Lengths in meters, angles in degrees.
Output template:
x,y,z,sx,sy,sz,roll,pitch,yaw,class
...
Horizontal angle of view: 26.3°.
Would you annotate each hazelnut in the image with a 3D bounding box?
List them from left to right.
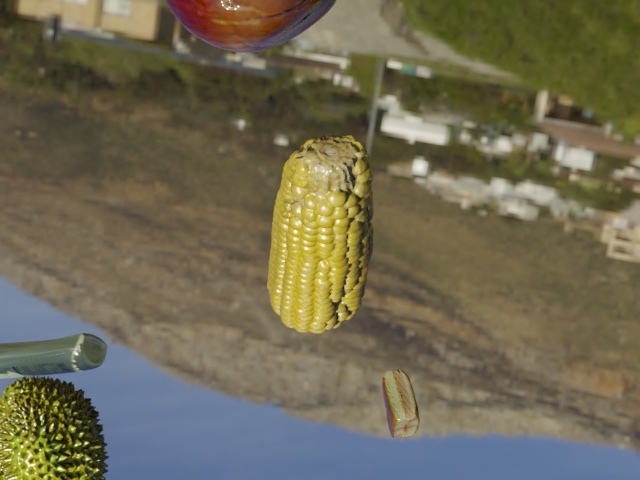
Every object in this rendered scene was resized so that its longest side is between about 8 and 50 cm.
x,y,z,sx,sy,sz,roll,pitch,yaw,class
-0.067,-0.328,1.559,0.229,0.229,0.229,8,-167,-2,hazelnut

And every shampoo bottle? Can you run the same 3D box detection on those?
x,y,z,sx,sy,sz,roll,pitch,yaw,class
-0.394,0.161,1.883,0.212,0.049,0.072,-7,159,27,shampoo bottle

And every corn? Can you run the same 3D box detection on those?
x,y,z,sx,sy,sz,roll,pitch,yaw,class
0.000,0.000,1.624,0.130,0.347,0.130,1,-124,-2,corn

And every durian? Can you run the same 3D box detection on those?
x,y,z,sx,sy,sz,roll,pitch,yaw,class
-0.327,0.258,1.668,0.146,0.159,0.198,-4,-120,-31,durian

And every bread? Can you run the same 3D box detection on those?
x,y,z,sx,sy,sz,roll,pitch,yaw,class
0.117,0.243,1.966,0.043,0.109,0.062,-12,-163,-8,bread
